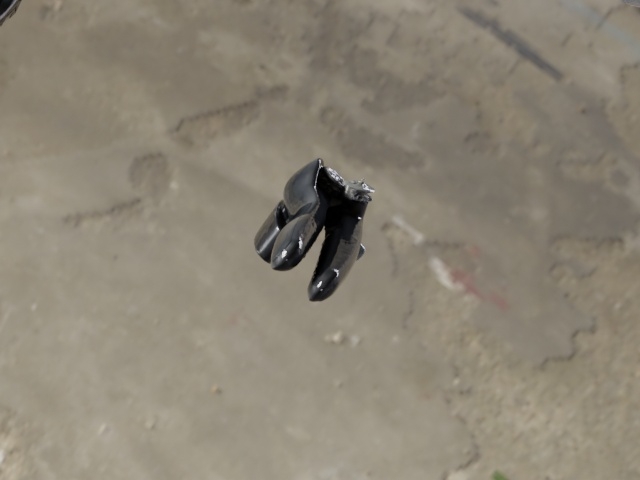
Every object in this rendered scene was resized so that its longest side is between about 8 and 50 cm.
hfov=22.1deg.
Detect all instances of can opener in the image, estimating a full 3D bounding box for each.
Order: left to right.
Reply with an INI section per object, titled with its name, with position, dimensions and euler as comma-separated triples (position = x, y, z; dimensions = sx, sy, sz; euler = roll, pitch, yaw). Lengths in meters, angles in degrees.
[can opener]
position = 0.000, 0.000, 0.949
dimensions = 0.059, 0.073, 0.186
euler = 30, 11, -8

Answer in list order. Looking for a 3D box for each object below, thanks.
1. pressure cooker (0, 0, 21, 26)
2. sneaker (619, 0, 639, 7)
[pressure cooker]
position = -0.291, -0.200, 0.438
dimensions = 0.370, 0.375, 0.420
euler = -27, 36, -30
[sneaker]
position = 0.125, -0.159, 0.693
dimensions = 0.292, 0.110, 0.118
euler = 12, 12, -17
